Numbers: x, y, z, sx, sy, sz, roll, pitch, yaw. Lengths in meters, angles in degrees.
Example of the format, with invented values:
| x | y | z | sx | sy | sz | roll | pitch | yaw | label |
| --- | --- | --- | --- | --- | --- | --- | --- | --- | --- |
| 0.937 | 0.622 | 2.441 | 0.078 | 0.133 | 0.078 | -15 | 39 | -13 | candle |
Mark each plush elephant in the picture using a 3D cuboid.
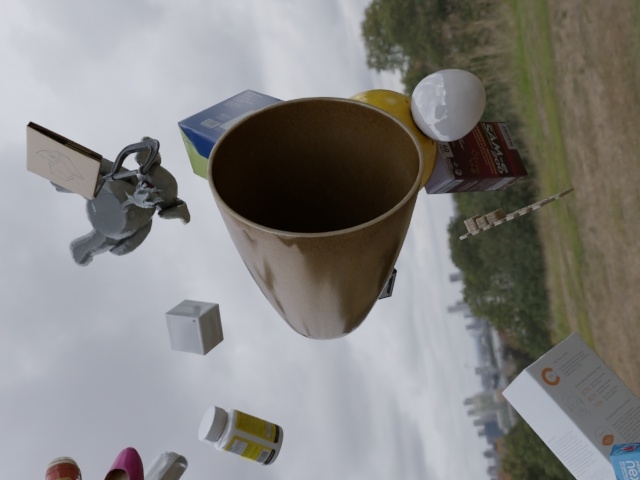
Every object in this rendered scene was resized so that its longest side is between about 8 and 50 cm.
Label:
| x | y | z | sx | sy | sz | roll | pitch | yaw | label |
| --- | --- | --- | --- | --- | --- | --- | --- | --- | --- |
| -0.480 | -0.113 | 1.912 | 0.255 | 0.330 | 0.271 | -37 | -67 | -61 | plush elephant |

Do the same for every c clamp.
| x | y | z | sx | sy | sz | roll | pitch | yaw | label |
| --- | --- | --- | --- | --- | --- | --- | --- | --- | --- |
| -0.413 | -0.159 | 1.622 | 0.022 | 0.161 | 0.137 | 44 | -134 | -40 | c clamp |

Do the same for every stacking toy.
| x | y | z | sx | sy | sz | roll | pitch | yaw | label |
| --- | --- | --- | --- | --- | --- | --- | --- | --- | --- |
| 0.085 | -0.161 | 1.339 | 0.351 | 0.480 | 0.350 | 28 | -135 | -32 | stacking toy |

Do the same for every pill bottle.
| x | y | z | sx | sy | sz | roll | pitch | yaw | label |
| --- | --- | --- | --- | --- | --- | --- | --- | --- | --- |
| -0.216 | 0.527 | 2.029 | 0.209 | 0.119 | 0.119 | 26 | -142 | -20 | pill bottle |

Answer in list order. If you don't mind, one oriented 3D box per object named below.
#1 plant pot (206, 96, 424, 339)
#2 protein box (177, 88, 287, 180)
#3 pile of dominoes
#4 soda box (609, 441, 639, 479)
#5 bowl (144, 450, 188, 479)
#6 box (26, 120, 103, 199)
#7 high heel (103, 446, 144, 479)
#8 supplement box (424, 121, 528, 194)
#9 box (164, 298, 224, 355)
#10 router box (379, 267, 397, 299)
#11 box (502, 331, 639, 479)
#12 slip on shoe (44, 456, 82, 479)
| x | y | z | sx | sy | sz | roll | pitch | yaw | label |
| --- | --- | --- | --- | --- | --- | --- | --- | --- | --- |
| 0.000 | 0.000 | 0.903 | 0.237 | 0.237 | 0.254 | -88 | -4 | -45 | plant pot |
| -0.173 | -0.226 | 1.682 | 0.200 | 0.201 | 0.135 | 27 | 140 | 46 | protein box |
| 0.468 | -0.078 | 1.815 | 0.196 | 0.251 | 0.040 | -20 | -95 | -55 | pile of dominoes |
| 0.693 | 0.550 | 1.616 | 0.067 | 0.071 | 0.210 | -15 | -91 | -60 | soda box |
| -0.374 | 0.548 | 1.729 | 0.142 | 0.053 | 0.142 | -52 | -16 | -21 | bowl |
| -0.564 | -0.170 | 1.635 | 0.201 | 0.164 | 0.021 | -45 | 21 | 61 | box |
| -0.394 | 0.461 | 1.354 | 0.244 | 0.082 | 0.117 | -80 | -32 | -46 | high heel |
| 0.294 | -0.167 | 1.489 | 0.240 | 0.073 | 0.130 | -7 | -110 | -39 | supplement box |
| -0.298 | 0.205 | 1.772 | 0.087 | 0.102 | 0.101 | -39 | -52 | -57 | box |
| -0.009 | 0.043 | 1.754 | 0.309 | 0.243 | 0.081 | 44 | 137 | 43 | router box |
| 0.697 | 0.455 | 1.984 | 0.345 | 0.215 | 0.168 | 50 | 150 | 21 | box |
| -0.678 | 0.727 | 2.034 | 0.101 | 0.123 | 0.331 | -118 | 23 | -49 | slip on shoe |
